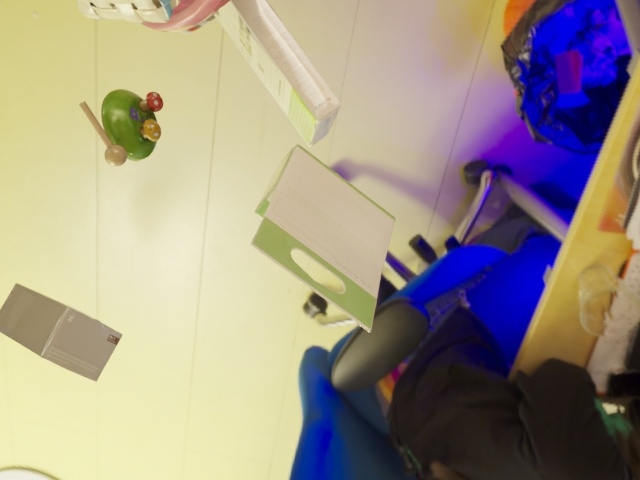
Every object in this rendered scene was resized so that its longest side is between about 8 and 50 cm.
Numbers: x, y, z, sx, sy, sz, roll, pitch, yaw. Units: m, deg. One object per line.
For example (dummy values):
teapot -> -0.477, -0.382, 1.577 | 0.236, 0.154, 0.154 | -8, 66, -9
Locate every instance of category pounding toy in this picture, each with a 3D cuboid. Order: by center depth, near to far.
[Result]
pounding toy -> -0.446, -0.289, 1.764 | 0.110, 0.237, 0.183 | -15, 104, 24

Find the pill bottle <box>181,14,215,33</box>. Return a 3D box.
pill bottle -> -0.214, -0.644, 1.638 | 0.362, 0.210, 0.210 | -25, 117, 16

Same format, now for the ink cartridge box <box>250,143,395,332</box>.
ink cartridge box -> 0.000, 0.000, 0.875 | 0.171, 0.235, 0.056 | 37, 126, -12

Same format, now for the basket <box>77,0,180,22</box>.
basket -> -0.230, -0.437, 0.915 | 0.200, 0.289, 0.255 | 5, 159, 15

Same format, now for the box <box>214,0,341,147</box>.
box -> -0.085, -0.329, 1.295 | 0.058, 0.232, 0.322 | -34, 90, -6

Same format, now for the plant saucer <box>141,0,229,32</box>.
plant saucer -> -0.193, -0.478, 1.095 | 0.084, 0.332, 0.332 | 2, 135, -47

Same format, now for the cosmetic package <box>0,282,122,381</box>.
cosmetic package -> -0.481, 0.162, 1.313 | 0.237, 0.107, 0.127 | 14, 162, 48
